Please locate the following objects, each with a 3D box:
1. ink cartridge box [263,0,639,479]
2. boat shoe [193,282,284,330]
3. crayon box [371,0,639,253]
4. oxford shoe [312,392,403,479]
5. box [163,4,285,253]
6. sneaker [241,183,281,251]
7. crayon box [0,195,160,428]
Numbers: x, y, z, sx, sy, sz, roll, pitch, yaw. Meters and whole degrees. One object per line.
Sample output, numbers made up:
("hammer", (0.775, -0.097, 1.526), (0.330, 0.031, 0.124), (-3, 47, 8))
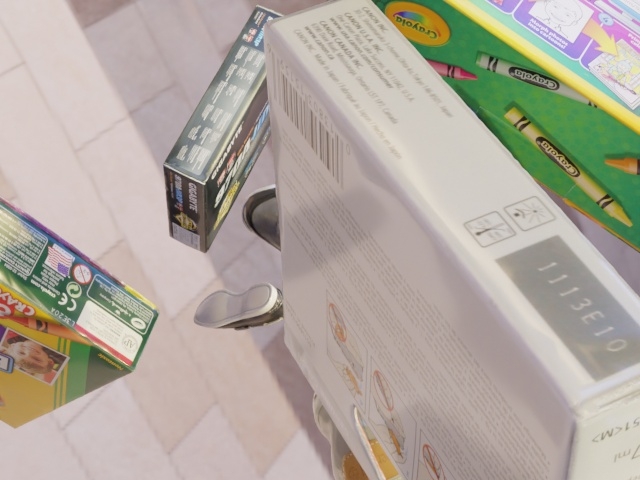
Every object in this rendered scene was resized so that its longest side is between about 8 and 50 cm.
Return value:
("ink cartridge box", (0.058, 0.052, 0.640), (0.275, 0.060, 0.239), (55, -22, 40))
("boat shoe", (-0.081, 0.073, 1.377), (0.038, 0.125, 0.046), (35, 53, -36))
("crayon box", (0.173, -0.116, 0.865), (0.278, 0.081, 0.165), (35, 47, 3))
("oxford shoe", (0.143, 0.245, 1.211), (0.449, 0.169, 0.130), (40, 30, -45))
("box", (-0.097, -0.117, 1.423), (0.051, 0.175, 0.220), (24, 66, 6))
("sneaker", (0.000, 0.000, 1.612), (0.153, 0.268, 0.101), (-16, 124, -64))
("crayon box", (-0.431, 0.069, 1.614), (0.363, 0.313, 0.106), (38, 50, -22))
